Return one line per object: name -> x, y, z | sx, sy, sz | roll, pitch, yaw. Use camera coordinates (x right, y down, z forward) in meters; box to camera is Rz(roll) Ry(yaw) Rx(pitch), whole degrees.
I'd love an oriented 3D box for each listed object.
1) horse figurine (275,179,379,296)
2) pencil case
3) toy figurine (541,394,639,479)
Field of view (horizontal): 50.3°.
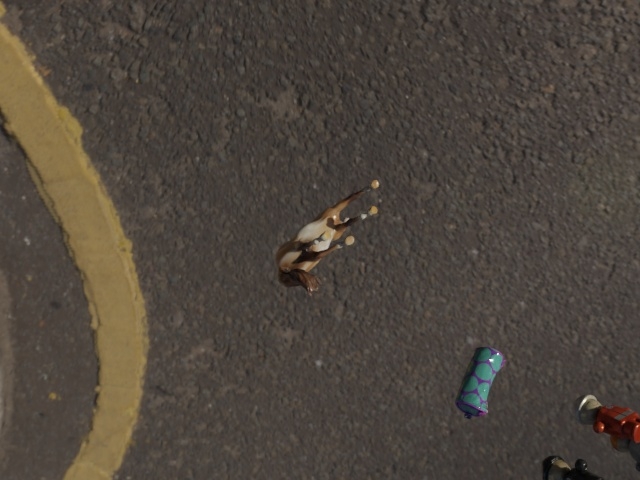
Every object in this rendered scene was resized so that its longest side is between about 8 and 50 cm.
horse figurine -> 0.000, 0.000, 1.070 | 0.174, 0.263, 0.066 | -30, 103, 42
pencil case -> 0.336, 0.297, 1.436 | 0.070, 0.152, 0.064 | 27, 146, 7
toy figurine -> 0.545, 0.422, 1.292 | 0.209, 0.148, 0.213 | 36, 77, -31
